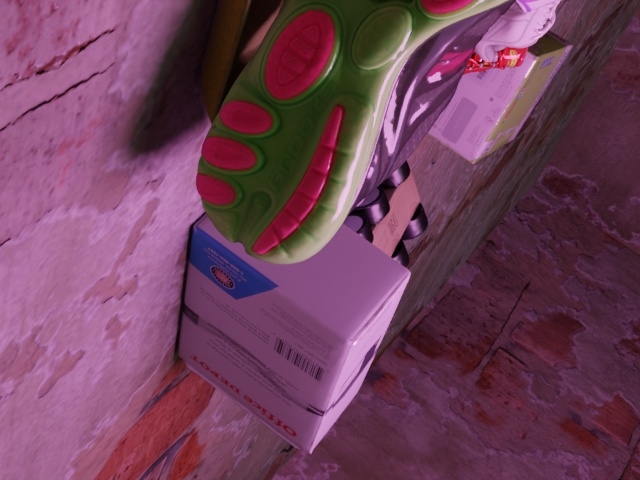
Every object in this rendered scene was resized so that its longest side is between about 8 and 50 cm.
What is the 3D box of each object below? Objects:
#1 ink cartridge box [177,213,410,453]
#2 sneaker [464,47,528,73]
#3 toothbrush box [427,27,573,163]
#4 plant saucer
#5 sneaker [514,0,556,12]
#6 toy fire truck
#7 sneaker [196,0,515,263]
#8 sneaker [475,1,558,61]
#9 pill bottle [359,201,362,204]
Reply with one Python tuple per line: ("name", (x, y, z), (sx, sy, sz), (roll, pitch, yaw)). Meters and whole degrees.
("ink cartridge box", (-0.043, 0.093, 1.355), (0.129, 0.223, 0.307), (-47, 166, -32))
("sneaker", (0.240, -0.287, 1.632), (0.279, 0.118, 0.107), (-45, 164, -36))
("toothbrush box", (0.301, -0.265, 1.902), (0.206, 0.122, 0.283), (-61, 165, 24))
("plant saucer", (-0.036, -0.216, 0.986), (0.188, 0.045, 0.188), (-42, 162, -42))
("sneaker", (0.186, -0.317, 0.972), (0.161, 0.102, 0.282), (-27, 133, 0))
("toy fire truck", (0.000, 0.000, 1.505), (0.217, 0.246, 0.158), (-60, 138, -42))
("sneaker", (0.062, -0.198, 0.957), (0.483, 0.185, 0.202), (-50, 179, 22))
("sneaker", (0.264, -0.314, 1.405), (0.110, 0.118, 0.292), (-40, -171, -27))
("pill bottle", (0.030, -0.108, 1.360), (0.193, 0.108, 0.108), (-54, 167, -2))
